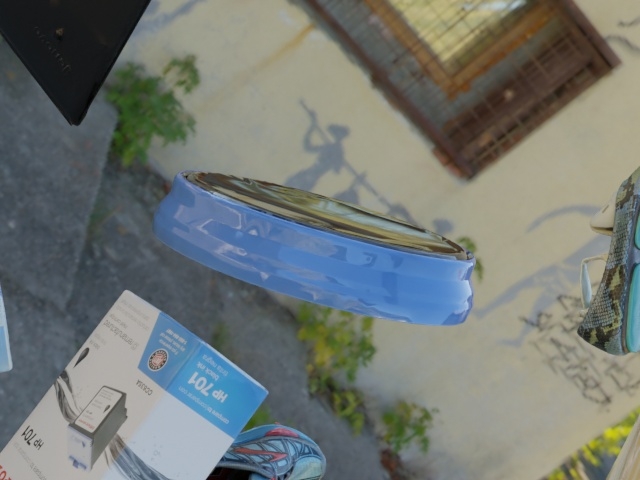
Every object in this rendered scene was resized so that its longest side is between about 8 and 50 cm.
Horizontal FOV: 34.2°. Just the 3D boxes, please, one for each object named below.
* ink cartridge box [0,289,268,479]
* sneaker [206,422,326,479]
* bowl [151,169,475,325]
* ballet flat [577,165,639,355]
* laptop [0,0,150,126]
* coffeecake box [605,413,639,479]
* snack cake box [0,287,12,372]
[{"bbox_3d":[-0.151,0.150,0.783,0.082,0.190,0.140,45,-13,-35],"label":"ink cartridge box"},{"bbox_3d":[-0.092,0.301,1.292,0.262,0.104,0.125,7,20,-36],"label":"sneaker"},{"bbox_3d":[0.000,0.000,1.236,0.391,0.077,0.391,16,8,-2],"label":"bowl"},{"bbox_3d":[0.270,0.009,0.948,0.070,0.188,0.070,12,-3,1],"label":"ballet flat"},{"bbox_3d":[-0.215,-0.415,1.178,0.382,0.408,0.236,51,-21,17],"label":"laptop"},{"bbox_3d":[0.186,0.145,0.442,0.142,0.068,0.185,22,-22,17],"label":"coffeecake box"},{"bbox_3d":[-0.436,0.069,0.975,0.152,0.264,0.089,-127,-147,-55],"label":"snack cake box"}]
